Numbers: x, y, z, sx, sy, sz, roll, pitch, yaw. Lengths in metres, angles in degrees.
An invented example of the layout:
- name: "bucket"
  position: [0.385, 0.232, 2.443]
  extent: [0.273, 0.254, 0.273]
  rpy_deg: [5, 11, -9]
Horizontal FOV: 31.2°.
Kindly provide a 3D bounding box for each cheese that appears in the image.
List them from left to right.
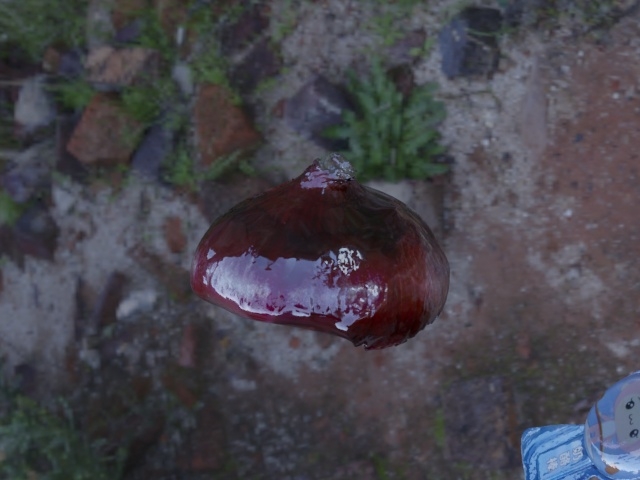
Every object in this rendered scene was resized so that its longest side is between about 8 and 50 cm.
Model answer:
- name: "cheese"
  position: [0.308, 0.206, 1.196]
  extent: [0.244, 0.052, 0.135]
  rpy_deg: [-34, 34, 34]

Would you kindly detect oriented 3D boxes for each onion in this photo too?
- name: "onion"
  position: [0.000, 0.000, 1.201]
  extent: [0.272, 0.272, 0.195]
  rpy_deg: [18, 107, 45]
